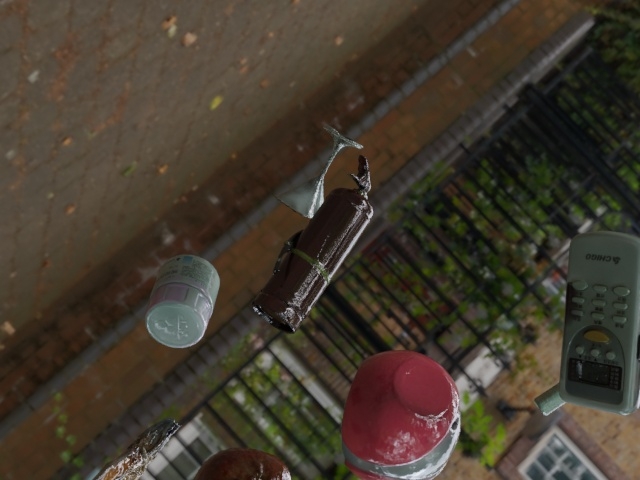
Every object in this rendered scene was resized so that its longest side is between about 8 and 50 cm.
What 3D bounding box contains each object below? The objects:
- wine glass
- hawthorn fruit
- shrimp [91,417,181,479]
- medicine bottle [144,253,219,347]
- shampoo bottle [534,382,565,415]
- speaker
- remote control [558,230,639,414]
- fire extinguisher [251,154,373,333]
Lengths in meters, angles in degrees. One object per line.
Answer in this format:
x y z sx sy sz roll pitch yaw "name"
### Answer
0.001 -0.135 1.867 0.182 0.122 0.122 -62 174 7 "wine glass"
-0.218 0.649 2.224 0.330 0.287 0.287 -42 178 40 "hawthorn fruit"
-0.375 0.433 1.727 0.317 0.062 0.164 -45 168 -32 "shrimp"
-0.282 0.124 1.916 0.135 0.135 0.168 -45 -159 28 "medicine bottle"
0.515 0.282 1.860 0.191 0.041 0.069 -34 159 4 "shampoo bottle"
0.164 0.384 1.977 0.294 0.294 0.294 -43 177 -3 "speaker"
0.470 0.132 1.540 0.140 0.296 0.056 7 -174 41 "remote control"
0.000 0.000 1.703 0.341 0.105 0.141 -56 153 -19 "fire extinguisher"
